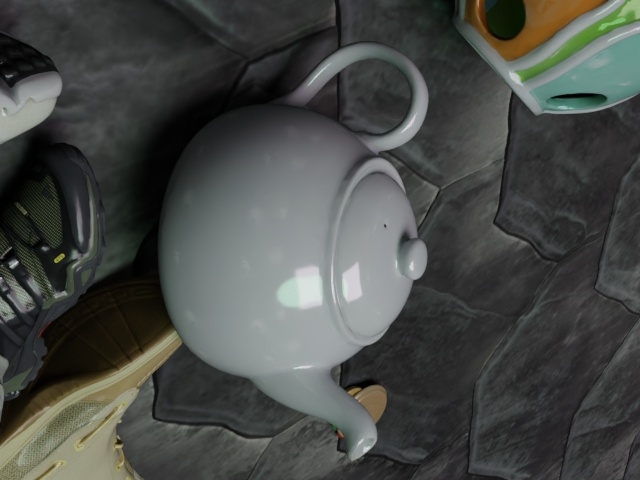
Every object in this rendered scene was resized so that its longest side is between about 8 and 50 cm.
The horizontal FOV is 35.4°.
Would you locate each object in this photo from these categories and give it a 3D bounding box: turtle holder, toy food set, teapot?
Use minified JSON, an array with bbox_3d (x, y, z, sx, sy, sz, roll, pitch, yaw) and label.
[{"bbox_3d":[0.250,-0.242,0.960,0.227,0.243,0.320,-43,-176,13],"label":"turtle holder"},{"bbox_3d":[0.049,0.213,1.251,0.083,0.020,0.083,-11,127,-41],"label":"toy food set"},{"bbox_3d":[0.000,0.000,0.839,0.252,0.187,0.256,-54,138,-46],"label":"teapot"}]

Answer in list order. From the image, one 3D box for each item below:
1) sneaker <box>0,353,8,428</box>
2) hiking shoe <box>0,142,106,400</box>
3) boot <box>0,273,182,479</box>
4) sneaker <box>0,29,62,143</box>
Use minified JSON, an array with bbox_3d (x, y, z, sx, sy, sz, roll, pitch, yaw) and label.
[{"bbox_3d":[-0.319,0.134,0.702,0.163,0.086,0.226,30,110,-29],"label":"sneaker"},{"bbox_3d":[-0.244,0.029,0.750,0.114,0.086,0.227,5,116,-51],"label":"hiking shoe"},{"bbox_3d":[-0.195,0.164,0.900,0.262,0.095,0.203,-40,140,-12],"label":"boot"},{"bbox_3d":[-0.303,-0.052,0.624,0.292,0.110,0.118,-23,143,-23],"label":"sneaker"}]
